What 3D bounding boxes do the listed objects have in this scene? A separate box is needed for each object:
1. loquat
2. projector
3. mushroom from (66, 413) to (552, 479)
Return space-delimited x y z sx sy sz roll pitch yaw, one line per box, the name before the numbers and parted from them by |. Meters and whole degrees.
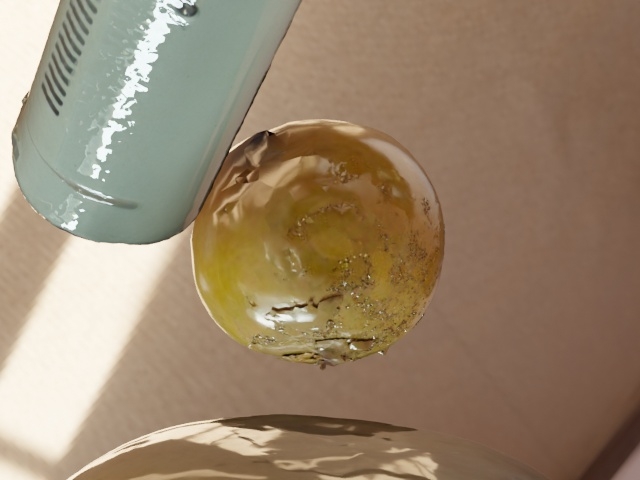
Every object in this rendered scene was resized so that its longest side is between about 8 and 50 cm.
loquat | 0.000 0.000 1.518 0.235 0.235 0.235 -36 148 -27
projector | -0.053 -0.136 0.761 0.108 0.108 0.337 -27 157 -39
mushroom | -0.003 0.246 0.889 0.362 0.362 0.295 -3 98 -55
